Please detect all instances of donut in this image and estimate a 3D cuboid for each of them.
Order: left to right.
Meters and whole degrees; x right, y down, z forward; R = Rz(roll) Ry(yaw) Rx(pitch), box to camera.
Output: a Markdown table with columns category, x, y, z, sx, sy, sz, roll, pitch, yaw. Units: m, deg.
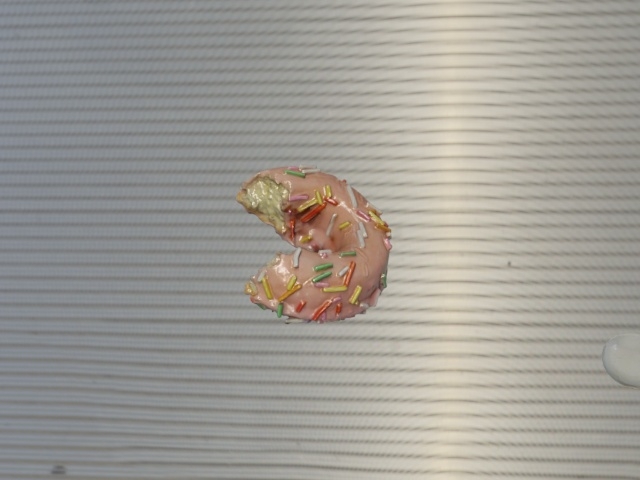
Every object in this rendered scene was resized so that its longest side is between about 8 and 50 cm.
| category | x | y | z | sx | sy | sz | roll | pitch | yaw |
| --- | --- | --- | --- | --- | --- | --- | --- | --- | --- |
| donut | 0.000 | 0.000 | 1.326 | 0.199 | 0.085 | 0.232 | 7 | 46 | -20 |

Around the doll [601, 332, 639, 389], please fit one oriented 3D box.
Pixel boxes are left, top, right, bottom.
| category | x | y | z | sx | sy | sz | roll | pitch | yaw |
| --- | --- | --- | --- | --- | --- | --- | --- | --- | --- |
| doll | 0.361 | 0.120 | 0.812 | 0.243 | 0.311 | 0.159 | 14 | 74 | -27 |
